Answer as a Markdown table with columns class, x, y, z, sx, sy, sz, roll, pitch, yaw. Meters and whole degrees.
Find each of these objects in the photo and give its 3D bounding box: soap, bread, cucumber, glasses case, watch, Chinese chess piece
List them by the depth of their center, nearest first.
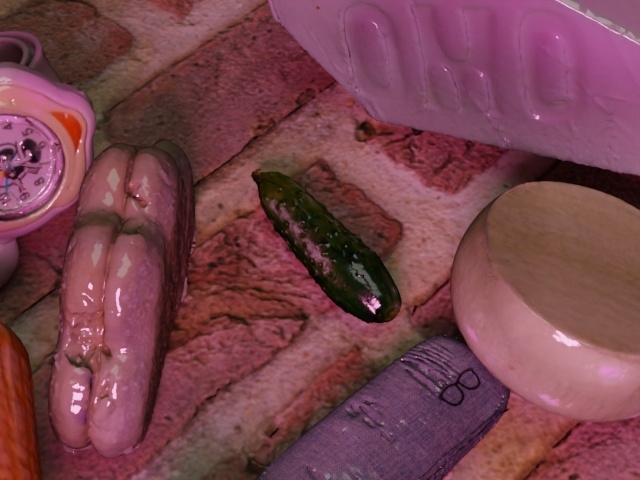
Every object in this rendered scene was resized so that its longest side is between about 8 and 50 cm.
| class | x | y | z | sx | sy | sz | roll | pitch | yaw |
| --- | --- | --- | --- | --- | --- | --- | --- | --- | --- |
| glasses case | 0.058 | 0.185 | 1.050 | 0.282 | 0.067 | 0.109 | -34 | 60 | -32 |
| bread | -0.182 | 0.024 | 1.079 | 0.102 | 0.183 | 0.337 | 5 | 50 | 1 |
| Chinese chess piece | 0.246 | 0.055 | 1.119 | 0.250 | 0.101 | 0.250 | 12 | 42 | -12 |
| watch | -0.349 | -0.087 | 1.158 | 0.248 | 0.211 | 0.217 | -34 | 36 | -12 |
| cucumber | 0.000 | 0.000 | 1.188 | 0.069 | 0.069 | 0.227 | -28 | 58 | -24 |
| soap | 0.171 | -0.231 | 1.226 | 0.446 | 0.261 | 0.156 | 16 | 56 | 27 |

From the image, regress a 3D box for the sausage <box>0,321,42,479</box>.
| class | x | y | z | sx | sy | sz | roll | pitch | yaw |
| --- | --- | --- | --- | --- | --- | --- | --- | --- | --- |
| sausage | -0.321 | 0.217 | 0.883 | 0.233 | 0.233 | 0.287 | -9 | 54 | -13 |
